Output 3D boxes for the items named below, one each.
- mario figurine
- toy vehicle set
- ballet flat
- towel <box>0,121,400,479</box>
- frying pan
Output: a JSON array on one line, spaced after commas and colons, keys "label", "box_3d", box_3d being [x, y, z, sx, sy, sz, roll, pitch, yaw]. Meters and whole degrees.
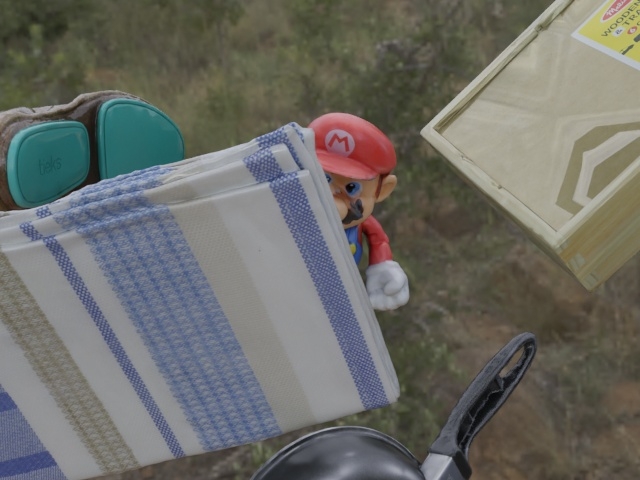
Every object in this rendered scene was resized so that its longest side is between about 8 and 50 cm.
[{"label": "mario figurine", "box_3d": [0.000, 0.000, 1.272, 0.198, 0.320, 0.170, -9, 38, -29]}, {"label": "toy vehicle set", "box_3d": [0.186, -0.109, 0.543, 0.267, 0.035, 0.166, -44, 30, 6]}, {"label": "ballet flat", "box_3d": [-0.246, -0.079, 0.980, 0.124, 0.116, 0.342, 5, 12, 16]}, {"label": "towel", "box_3d": [-0.110, 0.052, 0.618, 0.285, 0.209, 0.034, -15, 36, 10]}, {"label": "frying pan", "box_3d": [0.065, 0.204, 0.725, 0.326, 0.197, 0.053, -18, 13, -34]}]
